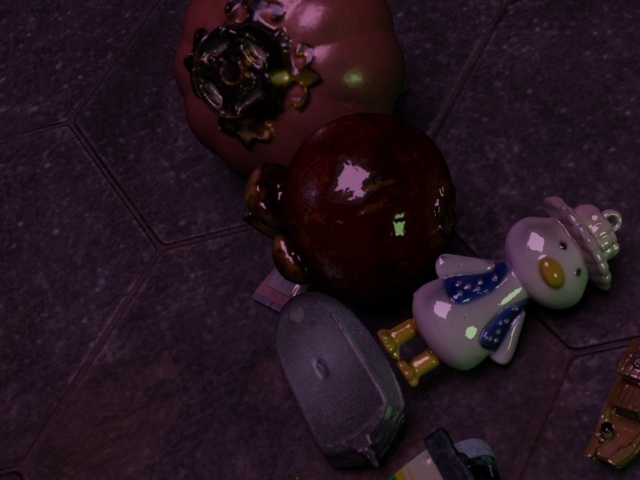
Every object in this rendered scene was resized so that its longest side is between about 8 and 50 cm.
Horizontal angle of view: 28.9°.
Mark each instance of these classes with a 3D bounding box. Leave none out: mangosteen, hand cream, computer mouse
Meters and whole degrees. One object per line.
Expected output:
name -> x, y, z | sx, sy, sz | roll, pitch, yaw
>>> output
mangosteen -> 0.025, -0.036, 1.415 | 0.257, 0.215, 0.215 | -1, 53, 21
hand cream -> 0.000, 0.000, 1.523 | 0.067, 0.043, 0.210 | 26, 72, 38
computer mouse -> 0.025, 0.156, 1.368 | 0.113, 0.068, 0.229 | -38, 58, 16

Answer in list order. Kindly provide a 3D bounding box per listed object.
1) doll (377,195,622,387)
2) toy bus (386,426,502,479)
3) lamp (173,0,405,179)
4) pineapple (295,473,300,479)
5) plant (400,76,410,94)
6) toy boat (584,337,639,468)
doll -> 0.202, 0.052, 1.341 | 0.293, 0.119, 0.138 | -32, 91, -2
toy bus -> 0.137, 0.292, 1.076 | 0.164, 0.276, 0.134 | -36, 46, 8
lamp -> -0.050, -0.212, 1.540 | 0.305, 0.306, 0.239 | 5, 12, 27
pineapple -> -0.089, 0.365, 1.244 | 0.250, 0.164, 0.140 | -43, 93, -18
plant -> 0.038, -0.232, 1.667 | 0.174, 0.087, 0.085 | 23, 40, 31
toy boat -> 0.325, 0.140, 1.245 | 0.064, 0.072, 0.206 | 16, 61, 35
